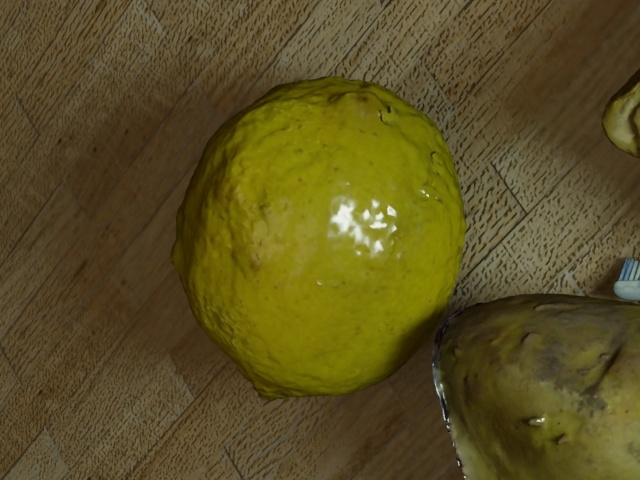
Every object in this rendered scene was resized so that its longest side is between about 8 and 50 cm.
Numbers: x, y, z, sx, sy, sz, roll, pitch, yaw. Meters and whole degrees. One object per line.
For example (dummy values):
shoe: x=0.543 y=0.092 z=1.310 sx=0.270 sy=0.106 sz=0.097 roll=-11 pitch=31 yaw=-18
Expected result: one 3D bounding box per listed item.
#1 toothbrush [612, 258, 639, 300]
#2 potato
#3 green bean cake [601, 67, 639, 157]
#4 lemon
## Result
toothbrush: x=0.397 y=0.033 z=1.455 sx=0.386 sy=0.040 sz=0.040 roll=-1 pitch=97 yaw=44
potato: x=0.251 y=0.135 z=1.496 sx=0.266 sy=0.229 sz=0.229 roll=-13 pitch=89 yaw=41
green bean cake: x=0.356 y=-0.101 z=1.372 sx=0.224 sy=0.131 sz=0.230 roll=41 pitch=126 yaw=7
lemon: x=0.000 y=0.000 z=1.678 sx=0.268 sy=0.268 sz=0.322 roll=44 pitch=125 yaw=29
